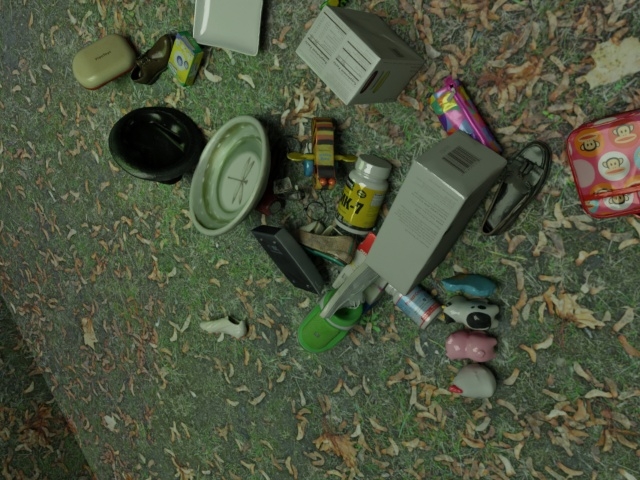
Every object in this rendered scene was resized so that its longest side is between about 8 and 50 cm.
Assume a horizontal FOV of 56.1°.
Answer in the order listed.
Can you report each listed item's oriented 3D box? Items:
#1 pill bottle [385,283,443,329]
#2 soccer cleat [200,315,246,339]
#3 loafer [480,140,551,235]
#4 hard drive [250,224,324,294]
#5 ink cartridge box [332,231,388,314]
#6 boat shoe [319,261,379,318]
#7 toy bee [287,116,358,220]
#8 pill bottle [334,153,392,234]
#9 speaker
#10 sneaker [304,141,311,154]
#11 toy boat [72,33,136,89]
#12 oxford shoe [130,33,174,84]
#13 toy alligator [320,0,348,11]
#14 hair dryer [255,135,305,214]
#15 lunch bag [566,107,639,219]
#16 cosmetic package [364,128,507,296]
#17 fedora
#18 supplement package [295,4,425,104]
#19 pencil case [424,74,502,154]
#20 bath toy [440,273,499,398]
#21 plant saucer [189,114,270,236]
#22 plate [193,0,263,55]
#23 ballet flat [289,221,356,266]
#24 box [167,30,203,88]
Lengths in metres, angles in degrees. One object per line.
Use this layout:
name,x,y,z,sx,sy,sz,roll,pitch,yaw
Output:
pill bottle,0.265,0.172,1.722,0.160,0.087,0.087,42,122,17
soccer cleat,-0.354,0.307,2.196,0.196,0.068,0.076,7,102,25
loafer,0.484,-0.120,1.495,0.096,0.084,0.267,35,120,22
hard drive,-0.096,0.055,1.869,0.172,0.054,0.254,11,142,56
ink cartridge box,0.151,0.089,1.782,0.134,0.078,0.231,43,122,16
boat shoe,0.093,0.145,1.669,0.081,0.227,0.079,43,160,4
toy bee,0.019,-0.210,1.739,0.195,0.162,0.298,-21,102,-8
pill bottle,0.124,-0.132,1.715,0.119,0.119,0.208,30,117,24
speaker,0.024,0.249,1.829,0.131,0.131,0.296,52,148,11
sneaker,-0.032,-0.250,1.843,0.044,0.040,0.109,32,116,42
toy boat,-0.775,-0.631,2.178,0.231,0.151,0.151,-31,82,-7
oxford shoe,-0.582,-0.621,2.075,0.227,0.096,0.082,-43,76,33
toy alligator,0.074,-0.691,1.641,0.051,0.056,0.190,30,127,-25
hair dryer,-0.160,-0.193,1.935,0.294,0.080,0.223,-17,72,34
lunch bag,0.713,-0.162,1.317,0.293,0.120,0.258,-12,100,37
cosmetic package,0.277,-0.062,1.511,0.156,0.217,0.385,40,141,18
fedora,-0.563,-0.307,2.085,0.334,0.334,0.152,41,155,18
supplement package,0.107,-0.471,1.544,0.204,0.262,0.145,49,124,13
pencil case,0.362,-0.293,1.518,0.104,0.104,0.236,-33,87,36
bath toy,0.397,0.271,1.637,0.151,0.129,0.348,-159,62,-66
plant saucer,-0.268,-0.195,1.908,0.401,0.101,0.400,-21,60,41
plate,-0.276,-0.736,1.866,0.278,0.045,0.277,21,115,28
ballet flat,0.000,0.000,1.840,0.316,0.108,0.106,18,79,47
box,-0.457,-0.597,2.009,0.105,0.043,0.179,52,143,11
